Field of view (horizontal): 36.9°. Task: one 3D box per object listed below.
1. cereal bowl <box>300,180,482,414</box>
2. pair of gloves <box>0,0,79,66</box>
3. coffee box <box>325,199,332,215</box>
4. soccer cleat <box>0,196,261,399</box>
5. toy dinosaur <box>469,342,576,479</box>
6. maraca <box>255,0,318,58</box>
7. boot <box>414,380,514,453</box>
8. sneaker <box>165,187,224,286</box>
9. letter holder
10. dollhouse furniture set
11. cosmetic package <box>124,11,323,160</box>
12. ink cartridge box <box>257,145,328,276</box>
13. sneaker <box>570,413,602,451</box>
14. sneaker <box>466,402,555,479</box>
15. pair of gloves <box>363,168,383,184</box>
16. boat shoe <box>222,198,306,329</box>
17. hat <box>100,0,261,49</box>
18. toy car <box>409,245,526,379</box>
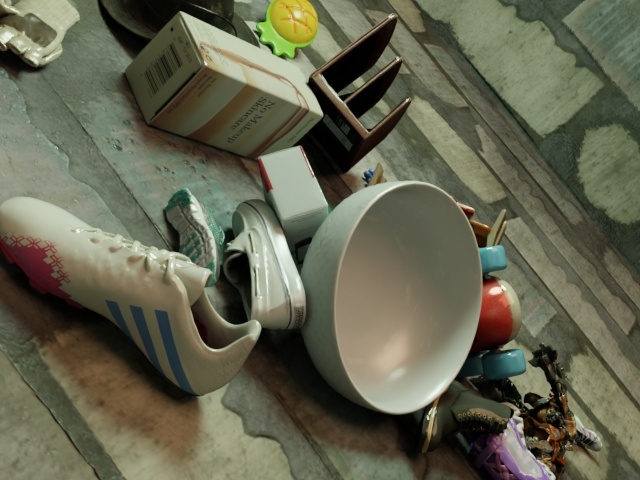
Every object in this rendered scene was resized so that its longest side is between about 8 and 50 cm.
[{"bbox_3d":[0.088,0.078,1.424,0.339,0.141,0.339,-7,100,-43],"label":"cereal bowl"},{"bbox_3d":[-0.466,-0.345,1.361,0.240,0.042,0.204,36,31,-21],"label":"pair of gloves"},{"bbox_3d":[0.000,0.000,1.628,0.113,0.040,0.184,14,41,-50],"label":"coffee box"},{"bbox_3d":[-0.211,0.041,1.097,0.331,0.143,0.116,41,25,-15],"label":"soccer cleat"},{"bbox_3d":[0.393,0.317,1.750,0.218,0.164,0.322,64,7,0],"label":"toy dinosaur"},{"bbox_3d":[-0.073,-0.479,2.145,0.127,0.099,0.185,40,51,-7],"label":"maraca"},{"bbox_3d":[0.227,0.281,1.483,0.137,0.077,0.198,22,28,9],"label":"boot"},{"bbox_3d":[-0.160,0.000,1.344,0.076,0.065,0.166,28,33,-45],"label":"sneaker"},{"bbox_3d":[0.095,-0.278,1.830,0.152,0.214,0.302,50,-8,2],"label":"letter holder"},{"bbox_3d":[0.232,-0.051,1.849,0.262,0.135,0.259,22,-11,17],"label":"dollhouse furniture set"},{"bbox_3d":[-0.155,-0.245,1.599,0.296,0.153,0.129,12,44,-50],"label":"cosmetic package"},{"bbox_3d":[-0.037,-0.037,1.468,0.175,0.072,0.127,84,-14,-55],"label":"ink cartridge box"},{"bbox_3d":[0.520,0.396,1.922,0.098,0.038,0.069,42,25,7],"label":"sneaker"},{"bbox_3d":[0.296,0.357,1.550,0.104,0.095,0.236,21,31,-34],"label":"sneaker"},{"bbox_3d":[0.164,-0.067,2.021,0.159,0.023,0.198,19,37,-47],"label":"pair of gloves"},{"bbox_3d":[-0.098,0.032,1.372,0.088,0.096,0.267,-3,42,-20],"label":"boat shoe"},{"bbox_3d":[-0.228,-0.445,1.710,0.331,0.134,0.331,20,28,-11],"label":"hat"},{"bbox_3d":[0.197,0.137,1.634,0.238,0.210,0.219,-8,87,-22],"label":"toy car"}]
